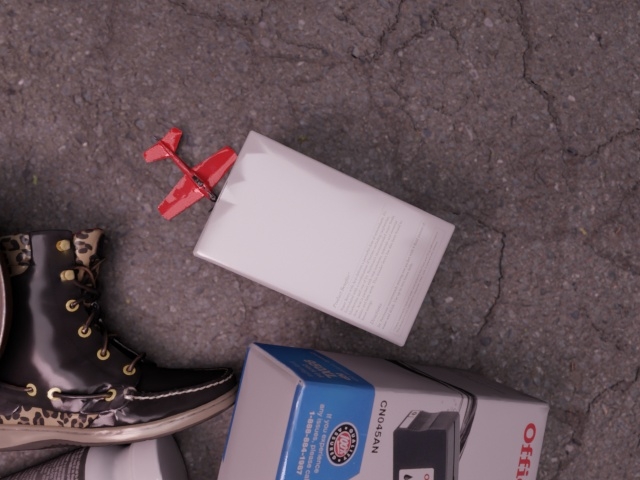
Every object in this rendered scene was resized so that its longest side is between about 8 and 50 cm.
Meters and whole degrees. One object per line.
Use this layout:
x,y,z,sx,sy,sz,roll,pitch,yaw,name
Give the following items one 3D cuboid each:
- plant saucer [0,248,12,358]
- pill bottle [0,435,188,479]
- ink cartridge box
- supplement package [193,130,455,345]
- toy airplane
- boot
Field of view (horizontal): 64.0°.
-0.505,0.080,0.644,0.311,0.050,0.310,-1,87,15,plant saucer
-0.328,0.365,0.680,0.279,0.162,0.162,-19,90,-7,pill bottle
0.083,0.309,0.660,0.395,0.166,0.285,14,87,-29,ink cartridge box
0.000,0.000,0.725,0.293,0.175,0.177,25,86,-5,supplement package
-0.203,-0.109,0.781,0.151,0.028,0.151,0,86,-8,toy airplane
-0.311,0.124,0.709,0.378,0.138,0.283,-5,88,0,boot
